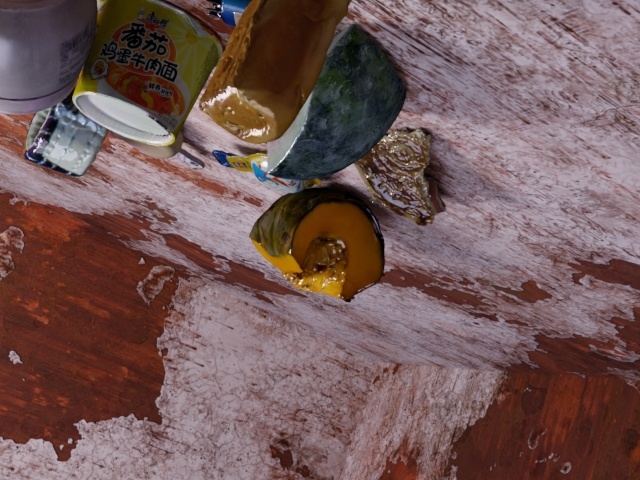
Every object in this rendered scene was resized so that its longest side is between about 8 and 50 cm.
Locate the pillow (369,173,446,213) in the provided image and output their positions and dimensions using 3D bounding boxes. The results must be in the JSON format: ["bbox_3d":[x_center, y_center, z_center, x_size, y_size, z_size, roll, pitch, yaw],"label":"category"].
[{"bbox_3d":[0.178,-0.106,2.152,0.179,0.075,0.171,12,159,21],"label":"pillow"}]

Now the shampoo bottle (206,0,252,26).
[{"bbox_3d":[-0.101,-0.372,1.625,0.183,0.050,0.087,17,167,8],"label":"shampoo bottle"}]

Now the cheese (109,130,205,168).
[{"bbox_3d":[-0.387,-0.240,2.383,0.163,0.082,0.286,9,163,37],"label":"cheese"}]

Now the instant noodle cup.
[{"bbox_3d":[-0.335,-0.312,1.844,0.264,0.200,0.264,19,166,5],"label":"instant noodle cup"}]

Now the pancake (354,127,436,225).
[{"bbox_3d":[0.169,-0.154,1.994,0.266,0.057,0.244,35,142,-10],"label":"pancake"}]

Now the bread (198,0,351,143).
[{"bbox_3d":[-0.056,-0.286,1.409,0.132,0.294,0.167,28,161,-12],"label":"bread"}]

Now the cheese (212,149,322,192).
[{"bbox_3d":[-0.125,-0.170,2.316,0.270,0.069,0.177,14,164,19],"label":"cheese"}]

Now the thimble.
[{"bbox_3d":[-0.575,-0.266,2.257,0.150,0.237,0.237,24,165,-29],"label":"thimble"}]

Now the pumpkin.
[{"bbox_3d":[0.000,0.000,2.412,0.225,0.256,0.303,6,146,49],"label":"pumpkin"}]

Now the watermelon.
[{"bbox_3d":[-0.002,-0.233,1.733,0.214,0.289,0.320,46,-171,22],"label":"watermelon"}]

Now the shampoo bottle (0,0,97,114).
[{"bbox_3d":[-0.518,-0.374,1.660,0.273,0.273,0.266,21,143,-5],"label":"shampoo bottle"}]
